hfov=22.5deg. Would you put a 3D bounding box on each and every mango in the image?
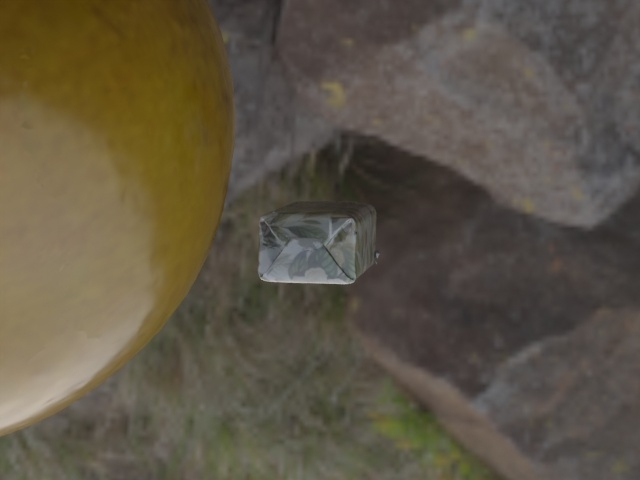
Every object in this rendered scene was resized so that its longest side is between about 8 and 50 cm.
[{"bbox_3d":[-0.177,-0.053,0.631,0.263,0.378,0.221,-24,113,-7],"label":"mango"}]

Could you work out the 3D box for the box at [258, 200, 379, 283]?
[{"bbox_3d":[0.000,0.000,0.988,0.062,0.045,0.098,1,-173,12],"label":"box"}]
